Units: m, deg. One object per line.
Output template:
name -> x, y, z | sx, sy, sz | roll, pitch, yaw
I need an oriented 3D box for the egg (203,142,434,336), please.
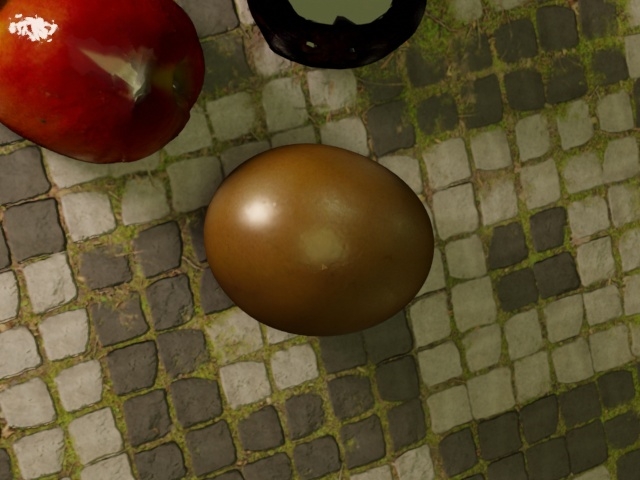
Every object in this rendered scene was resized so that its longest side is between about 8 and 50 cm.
egg -> 0.000, 0.000, 1.673 | 0.351, 0.282, 0.282 | 4, 98, -27

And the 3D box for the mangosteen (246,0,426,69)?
mangosteen -> 0.024, -0.390, 1.643 | 0.288, 0.233, 0.287 | 0, 95, 1

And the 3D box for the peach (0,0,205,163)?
peach -> -0.339, -0.242, 1.569 | 0.338, 0.281, 0.281 | 11, 96, 12
